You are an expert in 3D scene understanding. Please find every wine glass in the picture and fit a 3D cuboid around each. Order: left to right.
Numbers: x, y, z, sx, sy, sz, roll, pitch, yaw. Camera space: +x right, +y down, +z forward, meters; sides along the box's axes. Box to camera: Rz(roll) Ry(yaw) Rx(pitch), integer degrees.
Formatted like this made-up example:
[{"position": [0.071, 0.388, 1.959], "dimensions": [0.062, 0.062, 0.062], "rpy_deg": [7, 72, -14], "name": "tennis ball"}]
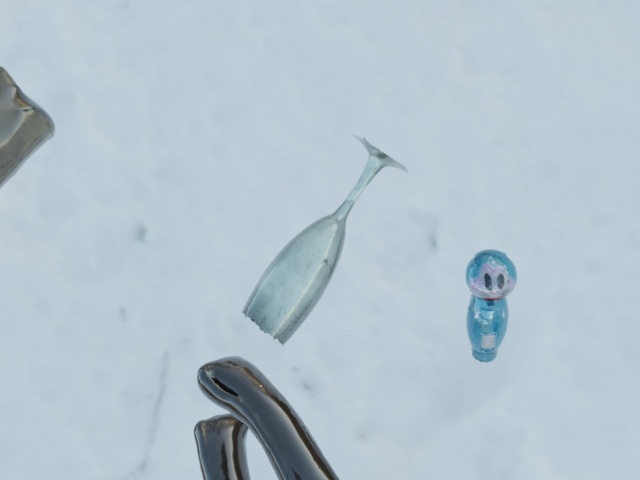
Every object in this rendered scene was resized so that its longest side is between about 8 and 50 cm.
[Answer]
[{"position": [0.000, 0.000, 1.398], "dimensions": [0.066, 0.066, 0.198], "rpy_deg": [34, 89, 31], "name": "wine glass"}]

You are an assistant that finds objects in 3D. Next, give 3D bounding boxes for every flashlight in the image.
[{"position": [0.163, 0.064, 1.481], "dimensions": [0.051, 0.129, 0.051], "rpy_deg": [-1, 43, 1], "name": "flashlight"}]

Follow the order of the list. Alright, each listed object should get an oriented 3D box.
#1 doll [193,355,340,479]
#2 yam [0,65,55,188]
[{"position": [0.003, 0.107, 0.343], "dimensions": [0.165, 0.139, 0.057], "rpy_deg": [45, 131, 7], "name": "doll"}, {"position": [-0.218, 0.063, 0.558], "dimensions": [0.045, 0.045, 0.327], "rpy_deg": [28, 70, 42], "name": "yam"}]
